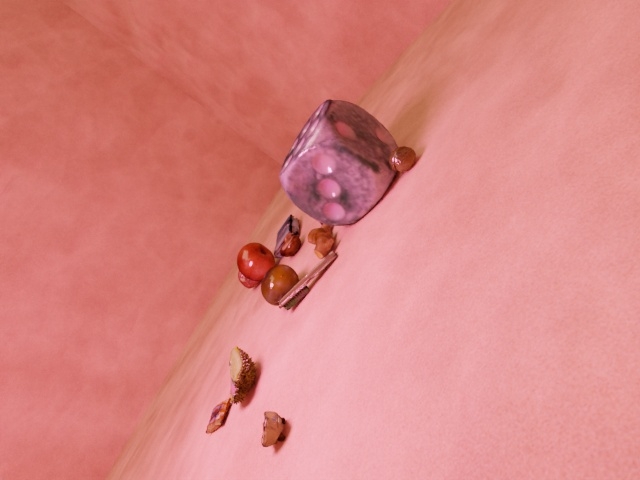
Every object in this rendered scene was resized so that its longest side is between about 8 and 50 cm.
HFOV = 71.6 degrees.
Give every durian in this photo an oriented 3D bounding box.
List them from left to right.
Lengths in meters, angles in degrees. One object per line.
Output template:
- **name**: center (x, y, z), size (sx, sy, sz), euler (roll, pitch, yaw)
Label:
- **durian**: center (-0.262, 0.462, 1.494), size (0.221, 0.095, 0.137), euler (-104, 16, -69)

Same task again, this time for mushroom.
- **mushroom**: center (-0.147, 0.026, 2.103), size (0.127, 0.087, 0.127), euler (-49, 12, 14)

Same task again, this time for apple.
- **apple**: center (-0.323, 0.104, 2.249), size (0.162, 0.201, 0.201), euler (-61, 12, 20)

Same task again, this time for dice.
- **dice**: center (0.064, -0.284, 1.628), size (0.328, 0.348, 0.330), euler (-44, 16, 40)

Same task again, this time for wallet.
- **wallet**: center (-0.181, -0.026, 2.349), size (0.176, 0.075, 0.250), euler (-53, 15, 20)

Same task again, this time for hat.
- **hat**: center (-0.116, 0.463, 1.093), size (0.077, 0.059, 0.076), euler (-140, 51, -85)

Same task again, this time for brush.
- **brush**: center (-0.041, 0.149, 1.591), size (0.282, 0.048, 0.054), euler (-45, 18, 7)

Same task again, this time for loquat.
- **loquat**: center (-0.154, 0.167, 1.710), size (0.152, 0.152, 0.195), euler (-48, 24, 24)

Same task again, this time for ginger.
- **ginger**: center (0.002, 0.003, 1.724), size (0.118, 0.065, 0.299), euler (-41, 15, 10)

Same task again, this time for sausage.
- **sausage**: center (-0.364, 0.145, 2.411), size (0.148, 0.148, 0.254), euler (-35, 23, 51)

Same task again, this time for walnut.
- **walnut**: center (0.271, -0.270, 1.472), size (0.092, 0.092, 0.092), euler (-49, 16, 19)

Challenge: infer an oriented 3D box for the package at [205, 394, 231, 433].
- **package**: center (-0.357, 0.614, 1.559), size (0.121, 0.031, 0.108), euler (-44, 18, 34)

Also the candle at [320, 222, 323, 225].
- **candle**: center (0.011, -0.118, 1.991), size (0.084, 0.059, 0.302), euler (-42, 17, -1)
